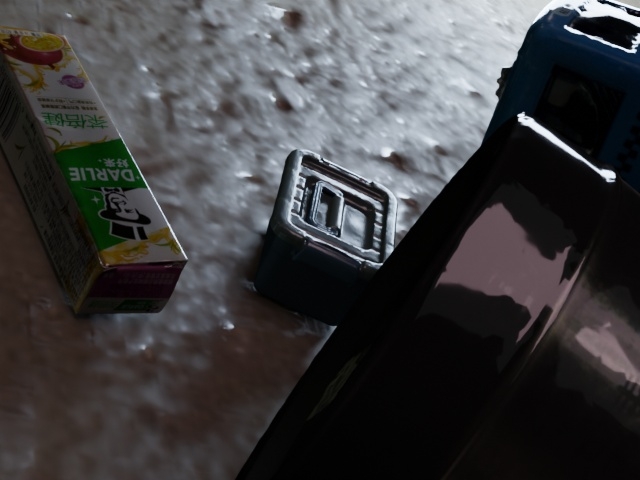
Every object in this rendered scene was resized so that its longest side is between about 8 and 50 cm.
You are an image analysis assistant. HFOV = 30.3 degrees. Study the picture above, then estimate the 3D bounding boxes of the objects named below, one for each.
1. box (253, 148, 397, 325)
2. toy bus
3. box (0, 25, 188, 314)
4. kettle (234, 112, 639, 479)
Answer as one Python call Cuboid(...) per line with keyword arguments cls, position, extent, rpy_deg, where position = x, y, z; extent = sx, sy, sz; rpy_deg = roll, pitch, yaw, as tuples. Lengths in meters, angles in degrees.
Cuboid(cls="box", position=(0.000, 0.000, 0.689), extent=(0.074, 0.054, 0.099), rpy_deg=(27, 32, -11))
Cuboid(cls="toy bus", position=(0.131, 0.003, 0.621), extent=(0.134, 0.246, 0.113), rpy_deg=(25, 30, 12))
Cuboid(cls="box", position=(-0.137, -0.043, 0.645), extent=(0.049, 0.041, 0.207), rpy_deg=(2, 41, -38))
Cuboid(cls="kettle", position=(0.122, 0.161, 0.446), extent=(0.324, 0.228, 0.321), rpy_deg=(36, 57, 0))
